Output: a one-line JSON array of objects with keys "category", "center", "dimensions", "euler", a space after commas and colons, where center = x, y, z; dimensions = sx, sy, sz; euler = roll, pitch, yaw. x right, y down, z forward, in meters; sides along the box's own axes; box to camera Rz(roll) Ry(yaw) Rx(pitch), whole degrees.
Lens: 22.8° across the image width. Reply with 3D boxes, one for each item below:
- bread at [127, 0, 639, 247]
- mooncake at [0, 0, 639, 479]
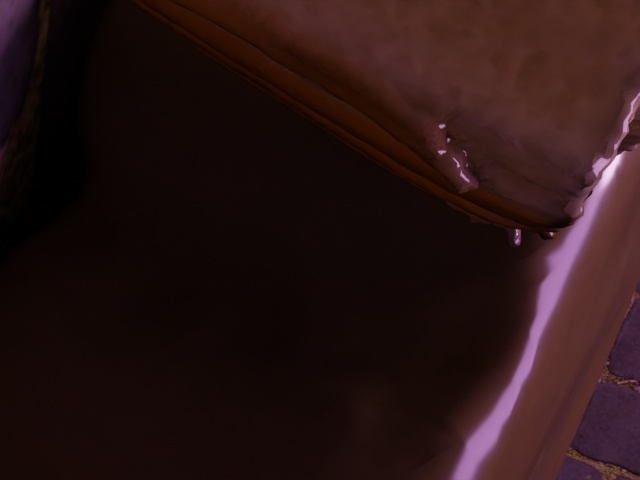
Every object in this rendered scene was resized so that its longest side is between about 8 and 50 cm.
[{"category": "bread", "center": [0.007, -0.095, 0.488], "dimensions": [0.111, 0.246, 0.239], "euler": [-56, 174, 3]}, {"category": "mooncake", "center": [0.002, 0.056, 0.805], "dimensions": [0.467, 0.262, 0.467], "euler": [-61, 168, -23]}]
